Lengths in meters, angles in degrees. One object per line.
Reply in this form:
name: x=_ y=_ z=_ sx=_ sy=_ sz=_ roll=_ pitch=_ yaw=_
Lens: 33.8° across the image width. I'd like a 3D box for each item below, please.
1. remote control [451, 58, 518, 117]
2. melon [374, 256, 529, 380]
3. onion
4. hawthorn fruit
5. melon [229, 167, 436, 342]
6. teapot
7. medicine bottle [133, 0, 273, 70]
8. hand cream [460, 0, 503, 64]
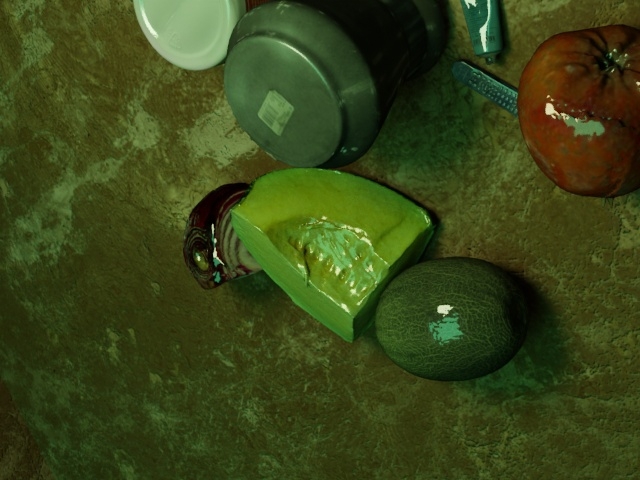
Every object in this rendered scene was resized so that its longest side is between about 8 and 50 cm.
remote control: x=0.302 y=-0.276 z=1.874 sx=0.152 sy=0.027 sz=0.043 roll=36 pitch=122 yaw=15
melon: x=0.240 y=0.150 z=1.983 sx=0.302 sy=0.237 sz=0.237 roll=-10 pitch=105 yaw=41
onion: x=-0.195 y=-0.016 z=2.253 sx=0.206 sy=0.216 sz=0.206 roll=-9 pitch=95 yaw=56
hawthorn fruit: x=0.448 y=-0.177 z=1.673 sx=0.276 sy=0.276 sz=0.307 roll=18 pitch=135 yaw=29
melon: x=0.000 y=0.000 z=2.086 sx=0.343 sy=0.226 sz=0.331 roll=40 pitch=121 yaw=14
teapot: x=0.024 y=-0.296 z=1.852 sx=0.305 sy=0.362 sz=0.376 roll=43 pitch=141 yaw=7
medicine bottle: x=-0.191 y=-0.469 z=2.002 sx=0.253 sy=0.241 sz=0.252 roll=16 pitch=120 yaw=31
hand cream: x=0.273 y=-0.415 z=1.823 sx=0.083 sy=0.048 sz=0.224 roll=-5 pitch=102 yaw=37
